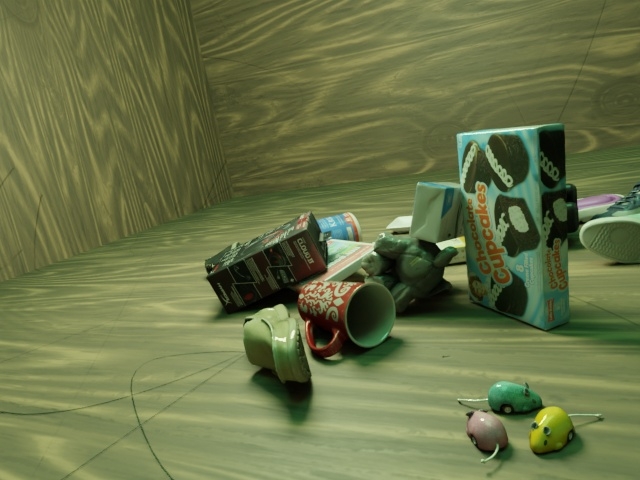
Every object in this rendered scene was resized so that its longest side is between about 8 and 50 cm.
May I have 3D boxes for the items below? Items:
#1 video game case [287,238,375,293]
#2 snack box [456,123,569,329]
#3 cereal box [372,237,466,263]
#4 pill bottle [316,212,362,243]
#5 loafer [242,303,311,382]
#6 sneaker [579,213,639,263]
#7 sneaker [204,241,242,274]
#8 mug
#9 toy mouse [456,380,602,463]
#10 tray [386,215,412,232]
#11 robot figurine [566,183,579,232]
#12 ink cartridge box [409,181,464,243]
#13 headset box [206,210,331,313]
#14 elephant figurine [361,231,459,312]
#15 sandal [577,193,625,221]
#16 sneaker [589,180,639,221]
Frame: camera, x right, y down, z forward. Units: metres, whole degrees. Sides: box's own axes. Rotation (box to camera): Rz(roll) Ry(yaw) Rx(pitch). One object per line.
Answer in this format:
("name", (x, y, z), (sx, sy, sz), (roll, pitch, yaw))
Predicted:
("video game case", (0.007, 0.062, 1.175), (0.204, 0.025, 0.285), (-32, 13, -17))
("snack box", (0.325, -0.029, 0.815), (0.060, 0.321, 0.187), (-13, 13, -20))
("cereal box", (0.253, 0.028, 1.236), (0.241, 0.047, 0.173), (-9, 13, 11))
("pill bottle", (0.000, 0.000, 1.390), (0.222, 0.124, 0.124), (-15, 14, -18))
("loafer", (-0.080, 0.176, 0.794), (0.092, 0.101, 0.268), (-15, 4, -11))
("sneaker", (0.670, -0.021, 1.000), (0.256, 0.094, 0.151), (2, 22, 12))
("sneaker", (-0.288, 0.091, 1.389), (0.118, 0.083, 0.222), (-28, 18, 11))
("mug", (0.025, 0.129, 0.868), (0.150, 0.113, 0.169), (-17, 11, -32))
("toy mouse", (0.218, 0.203, 0.566), (0.161, 0.031, 0.143), (-18, 15, -28))
("tray", (0.363, -0.057, 1.544), (0.271, 0.030, 0.145), (-4, 14, 26))
("robot figurine", (0.487, -0.072, 1.189), (0.279, 0.173, 0.209), (-3, 16, 28))
("ink cartridge box", (0.248, -0.059, 0.928), (0.060, 0.104, 0.180), (15, 16, 36))
("headset box", (-0.107, 0.040, 1.178), (0.294, 0.110, 0.218), (-26, 12, 7))
("elephant figurine", (0.198, 0.049, 1.006), (0.186, 0.169, 0.239), (30, 15, 25))
("sandal", (0.628, -0.097, 1.336), (0.417, 0.102, 0.169), (-10, 13, 4))
("sneaker", (0.793, -0.105, 1.176), (0.319, 0.130, 0.112), (-16, 14, -20))
